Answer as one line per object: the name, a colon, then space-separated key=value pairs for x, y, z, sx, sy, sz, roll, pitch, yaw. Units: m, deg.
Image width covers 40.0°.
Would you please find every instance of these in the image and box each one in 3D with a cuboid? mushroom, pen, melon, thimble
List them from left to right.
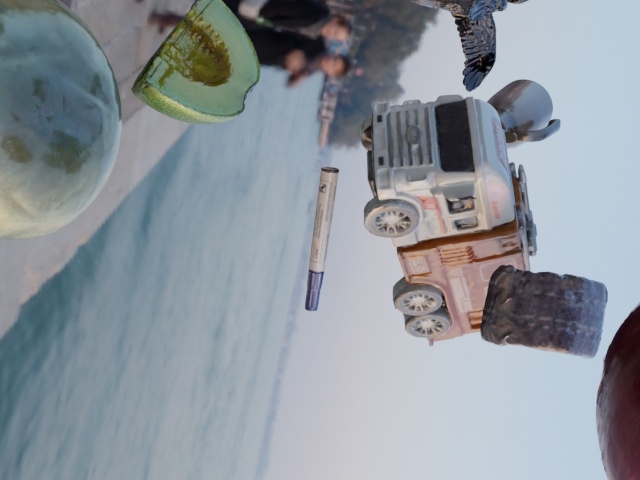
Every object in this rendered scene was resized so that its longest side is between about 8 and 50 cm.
mushroom: x=-0.412 y=-0.168 z=1.111 sx=0.352 sy=0.260 sz=0.352 roll=10 pitch=77 yaw=-54
melon: x=-0.209 y=-0.273 z=1.501 sx=0.129 sy=0.169 sz=0.265 roll=-32 pitch=-154 yaw=46
pen: x=0.000 y=0.000 z=1.177 sx=0.025 sy=0.025 sz=0.204 roll=-80 pitch=178 yaw=-70
thimble: x=0.270 y=0.087 z=1.068 sx=0.150 sy=0.150 sz=0.098 roll=116 pitch=-16 yaw=-87

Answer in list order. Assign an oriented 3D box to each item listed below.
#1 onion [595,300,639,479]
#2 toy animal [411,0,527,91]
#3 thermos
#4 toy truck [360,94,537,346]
onion: x=0.379 y=0.176 z=0.697 sx=0.345 sy=0.358 sz=0.358 roll=-43 pitch=-155 yaw=41
toy animal: x=0.255 y=-0.387 z=1.385 sx=0.197 sy=0.160 sz=0.272 roll=-46 pitch=172 yaw=0
thermos: x=0.336 y=-0.203 z=1.508 sx=0.193 sy=0.137 sz=0.105 roll=-34 pitch=135 yaw=-53
toy truck: x=0.186 y=-0.023 z=1.195 sx=0.388 sy=0.206 sz=0.173 roll=64 pitch=20 yaw=-52
